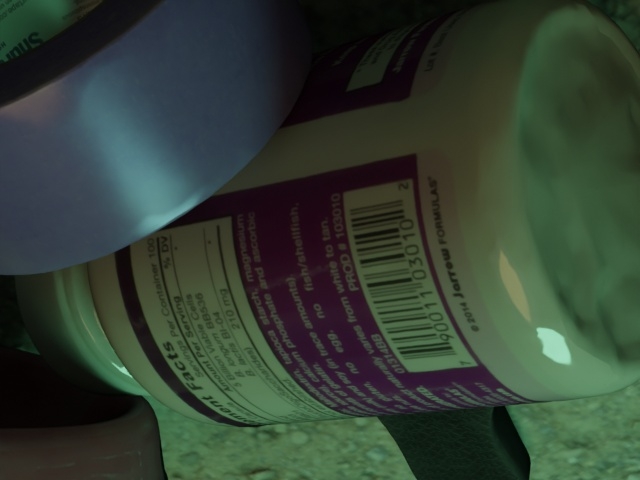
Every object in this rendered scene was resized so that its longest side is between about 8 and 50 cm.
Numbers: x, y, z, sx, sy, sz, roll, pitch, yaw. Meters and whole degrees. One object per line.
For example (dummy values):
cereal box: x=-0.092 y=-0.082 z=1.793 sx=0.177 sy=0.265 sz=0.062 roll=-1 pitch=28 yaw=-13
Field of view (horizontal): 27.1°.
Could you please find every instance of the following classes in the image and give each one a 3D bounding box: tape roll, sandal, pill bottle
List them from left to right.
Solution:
tape roll: x=-0.104 y=-0.080 z=0.565 sx=0.189 sy=0.189 sz=0.080 roll=-15 pitch=130 yaw=21
pill bottle: x=0.000 y=0.000 z=0.621 sx=0.302 sy=0.169 sz=0.169 roll=-10 pitch=133 yaw=38
sandal: x=0.071 y=0.082 z=0.799 sx=0.097 sy=0.054 sz=0.254 roll=2 pitch=144 yaw=16

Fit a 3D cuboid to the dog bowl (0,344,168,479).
dog bowl: x=-0.263 y=0.131 z=0.684 sx=0.408 sy=0.408 sz=0.150 roll=11 pitch=91 yaw=-2
